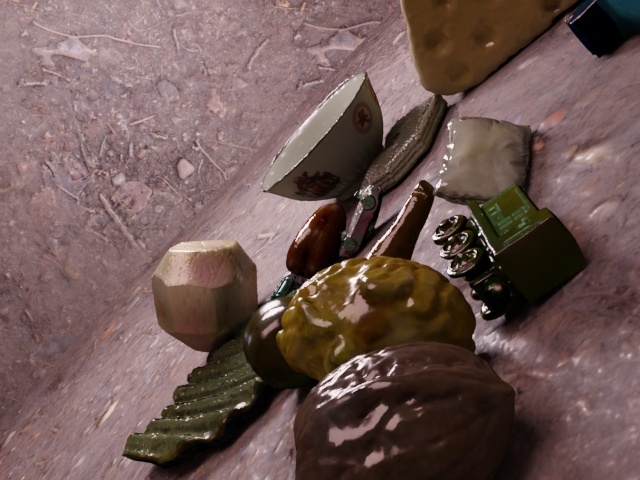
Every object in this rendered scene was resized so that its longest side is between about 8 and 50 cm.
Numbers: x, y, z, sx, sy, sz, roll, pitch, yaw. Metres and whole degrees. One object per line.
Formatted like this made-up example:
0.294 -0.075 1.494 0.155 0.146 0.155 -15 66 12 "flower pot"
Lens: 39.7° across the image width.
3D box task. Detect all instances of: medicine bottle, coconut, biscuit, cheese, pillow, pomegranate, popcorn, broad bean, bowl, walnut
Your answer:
0.460 -0.330 1.252 0.124 0.079 0.258 -44 15 -4 "medicine bottle"
-0.222 0.112 1.782 0.197 0.237 0.237 1 37 21 "coconut"
0.166 -0.189 1.762 0.147 0.046 0.250 -33 20 41 "biscuit"
0.291 -0.451 1.725 0.384 0.384 0.104 -38 11 30 "cheese"
0.238 -0.118 1.288 0.128 0.051 0.229 5 36 12 "pillow"
-0.020 0.136 1.300 0.191 0.131 0.152 -29 14 -7 "pomegranate"
0.063 0.122 1.017 0.225 0.203 0.200 -7 8 1 "popcorn"
0.000 0.000 1.651 0.165 0.084 0.114 -58 -4 -47 "broad bean"
0.035 -0.187 1.892 0.337 0.157 0.337 -46 14 15 "bowl"
0.077 0.181 0.831 0.230 0.178 0.178 -27 21 22 "walnut"

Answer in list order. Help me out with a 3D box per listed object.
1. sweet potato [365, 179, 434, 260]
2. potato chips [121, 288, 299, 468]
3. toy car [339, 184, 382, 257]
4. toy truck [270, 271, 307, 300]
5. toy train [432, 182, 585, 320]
0.082 0.071 1.210 0.346 0.079 0.108 -63 1 -28 "sweet potato"
-0.172 0.243 1.531 0.429 0.070 0.358 -27 22 51 "potato chips"
0.074 -0.032 1.586 0.069 0.055 0.142 -104 36 -75 "toy car"
-0.060 0.089 1.668 0.039 0.044 0.083 -28 24 44 "toy truck"
0.216 0.005 1.049 0.137 0.090 0.225 -36 17 11 "toy train"
